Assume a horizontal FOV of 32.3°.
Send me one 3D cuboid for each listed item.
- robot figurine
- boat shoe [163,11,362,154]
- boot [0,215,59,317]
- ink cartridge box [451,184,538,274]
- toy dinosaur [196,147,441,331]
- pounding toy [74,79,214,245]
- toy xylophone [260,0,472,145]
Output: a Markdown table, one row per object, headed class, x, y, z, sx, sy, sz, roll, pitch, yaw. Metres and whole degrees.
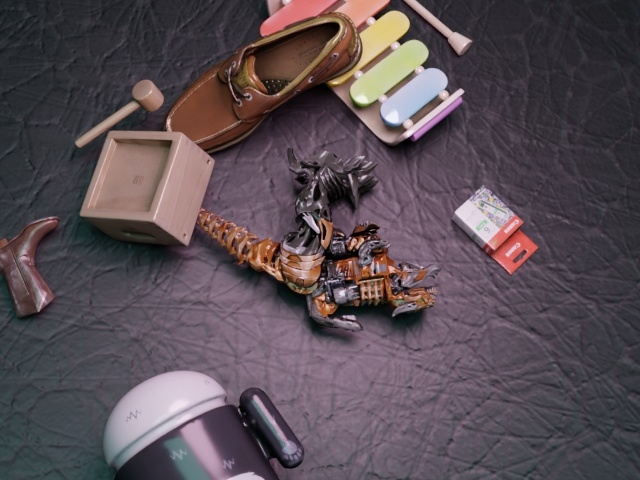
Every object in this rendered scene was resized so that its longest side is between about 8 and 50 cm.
| class | x | y | z | sx | sy | sz | roll | pitch | yaw |
| --- | --- | --- | --- | --- | --- | --- | --- | --- | --- |
| robot figurine | -0.144 | 0.291 | 1.322 | 0.209 | 0.173 | 0.278 | -23 | 73 | -37 |
| boat shoe | -0.091 | -0.219 | 1.490 | 0.307 | 0.104 | 0.111 | -32 | 83 | 9 |
| boot | -0.371 | 0.037 | 1.458 | 0.106 | 0.037 | 0.114 | -30 | 72 | -1 |
| ink cartridge box | 0.245 | -0.015 | 1.536 | 0.063 | 0.029 | 0.115 | -42 | 79 | -17 |
| toy dinosaur | 0.000 | 0.000 | 1.454 | 0.322 | 0.164 | 0.218 | 15 | 84 | -18 |
| pounding toy | -0.238 | -0.105 | 1.485 | 0.181 | 0.094 | 0.206 | 4 | 68 | 31 |
| toy xylophone | 0.076 | -0.289 | 1.590 | 0.322 | 0.081 | 0.236 | 39 | 72 | 8 |
